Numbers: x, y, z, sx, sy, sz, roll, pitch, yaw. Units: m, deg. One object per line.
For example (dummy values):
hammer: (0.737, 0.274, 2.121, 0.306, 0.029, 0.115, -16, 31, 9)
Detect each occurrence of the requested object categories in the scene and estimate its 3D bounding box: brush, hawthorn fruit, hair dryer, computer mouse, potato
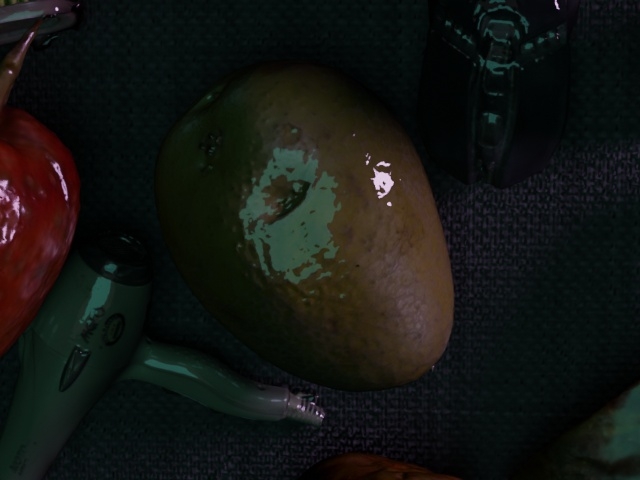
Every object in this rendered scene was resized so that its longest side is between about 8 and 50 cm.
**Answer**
brush: (-0.318, -0.147, 1.237, 0.313, 0.072, 0.067, -12, 80, 12)
hawthorn fruit: (-0.292, -0.003, 1.167, 0.262, 0.258, 0.258, -30, 101, 36)
hair dryer: (-0.147, 0.124, 1.289, 0.219, 0.088, 0.225, -41, 112, 20)
computer mouse: (0.120, -0.128, 1.193, 0.105, 0.062, 0.192, 6, 103, 4)
potato: (0.000, 0.000, 1.191, 0.174, 0.159, 0.251, -24, 111, 35)

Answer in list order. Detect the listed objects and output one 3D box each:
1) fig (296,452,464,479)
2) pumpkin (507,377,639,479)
fig: (0.028, 0.231, 1.244, 0.202, 0.148, 0.149, -44, 53, 12)
pumpkin: (0.307, 0.117, 1.220, 0.258, 0.095, 0.290, 27, 102, 2)
